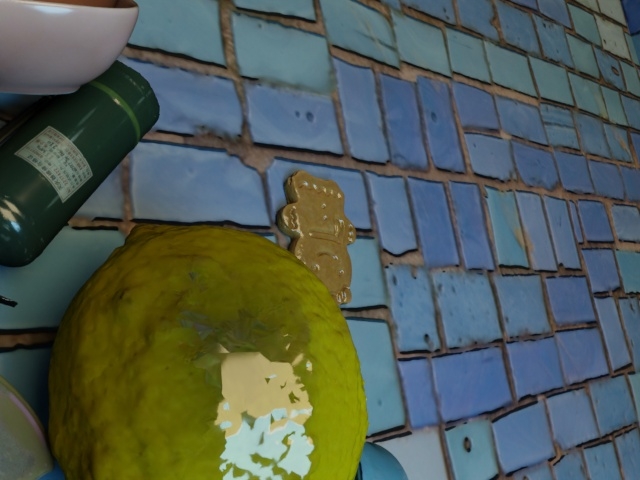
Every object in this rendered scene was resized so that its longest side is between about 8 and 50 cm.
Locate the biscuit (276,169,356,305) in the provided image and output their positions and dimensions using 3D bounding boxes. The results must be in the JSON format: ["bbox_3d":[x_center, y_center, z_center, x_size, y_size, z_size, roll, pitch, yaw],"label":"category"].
[{"bbox_3d":[-0.003,-0.004,0.923,0.133,0.027,0.184,27,57,-37],"label":"biscuit"}]

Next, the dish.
[{"bbox_3d":[-0.273,-0.191,0.635,0.213,0.213,0.091,-18,128,-46],"label":"dish"}]

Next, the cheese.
[{"bbox_3d":[-0.277,0.112,0.528,0.192,0.037,0.097,61,22,0],"label":"cheese"}]

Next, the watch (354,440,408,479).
[{"bbox_3d":[0.006,0.289,0.699,0.211,0.211,0.193,33,71,-31],"label":"watch"}]

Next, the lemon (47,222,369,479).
[{"bbox_3d":[-0.096,0.123,0.603,0.268,0.268,0.322,2,67,-44],"label":"lemon"}]

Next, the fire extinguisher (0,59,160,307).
[{"bbox_3d":[-0.263,-0.052,0.642,0.118,0.093,0.294,38,50,-12],"label":"fire extinguisher"}]
